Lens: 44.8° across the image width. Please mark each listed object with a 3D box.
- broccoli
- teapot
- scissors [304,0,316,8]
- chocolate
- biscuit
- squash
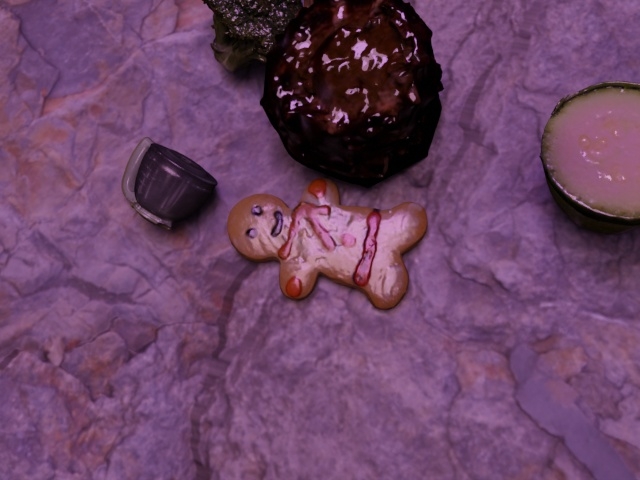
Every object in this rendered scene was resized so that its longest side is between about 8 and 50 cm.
[{"bbox_3d":[-0.084,-0.277,0.960,0.162,0.146,0.138,49,124,29],"label":"broccoli"},{"bbox_3d":[-0.189,-0.065,0.950,0.092,0.124,0.090,30,97,-26],"label":"teapot"},{"bbox_3d":[-0.009,-0.342,1.005,0.017,0.088,0.220,-8,63,11],"label":"scissors"},{"bbox_3d":[0.052,-0.182,0.844,0.206,0.177,0.224,-29,92,-15],"label":"chocolate"},{"bbox_3d":[0.000,0.000,0.923,0.234,0.030,0.153,15,75,11],"label":"biscuit"},{"bbox_3d":[0.322,-0.082,0.853,0.170,0.123,0.170,-2,74,8],"label":"squash"}]
